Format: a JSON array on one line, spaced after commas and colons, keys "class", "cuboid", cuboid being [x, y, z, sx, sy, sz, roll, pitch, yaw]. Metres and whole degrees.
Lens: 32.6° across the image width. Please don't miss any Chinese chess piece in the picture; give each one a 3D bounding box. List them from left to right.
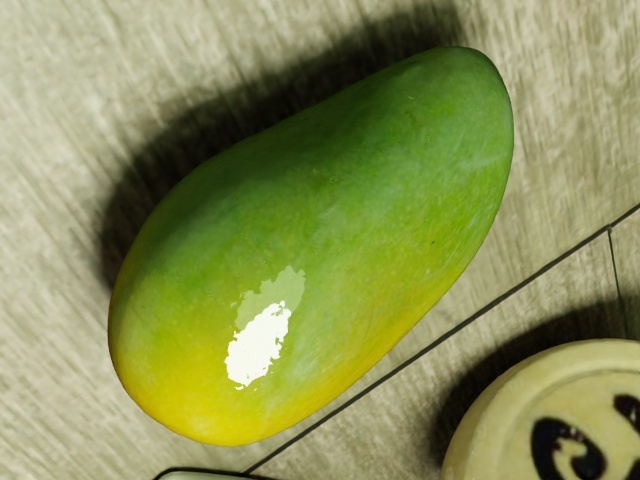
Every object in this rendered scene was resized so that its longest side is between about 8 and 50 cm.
[{"class": "Chinese chess piece", "cuboid": [0.211, 0.195, 0.776, 0.257, 0.257, 0.104, -25, 152, -16]}]

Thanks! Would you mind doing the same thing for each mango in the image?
[{"class": "mango", "cuboid": [0.000, 0.000, 0.570, 0.251, 0.114, 0.156, -42, 130, -15]}]

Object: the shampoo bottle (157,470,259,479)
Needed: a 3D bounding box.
[{"class": "shampoo bottle", "cuboid": [0.004, 0.264, 0.668, 0.153, 0.284, 0.071, 24, 107, -47]}]
